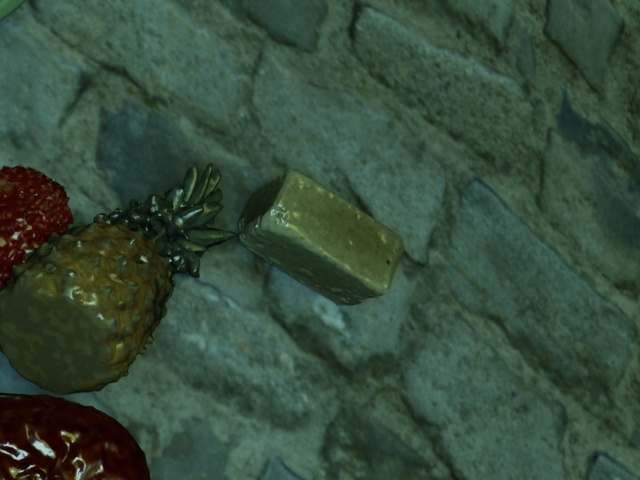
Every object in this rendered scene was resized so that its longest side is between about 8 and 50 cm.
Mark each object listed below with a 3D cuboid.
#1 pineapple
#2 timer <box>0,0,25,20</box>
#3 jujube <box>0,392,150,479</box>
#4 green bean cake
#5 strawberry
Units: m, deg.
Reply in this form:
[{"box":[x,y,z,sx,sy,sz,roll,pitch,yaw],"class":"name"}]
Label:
[{"box":[-0.205,0.021,1.473,0.169,0.169,0.340,50,36,-10],"class":"pineapple"},{"box":[-0.452,-0.391,1.410,0.291,0.291,0.315,-25,68,-32],"class":"timer"},{"box":[-0.287,0.258,1.363,0.232,0.213,0.213,16,71,-24],"class":"jujube"},{"box":[0.000,0.000,1.633,0.179,0.109,0.085,33,66,-20],"class":"green bean cake"},{"box":[-0.348,-0.010,1.450,0.167,0.087,0.208,32,63,-18],"class":"strawberry"}]
